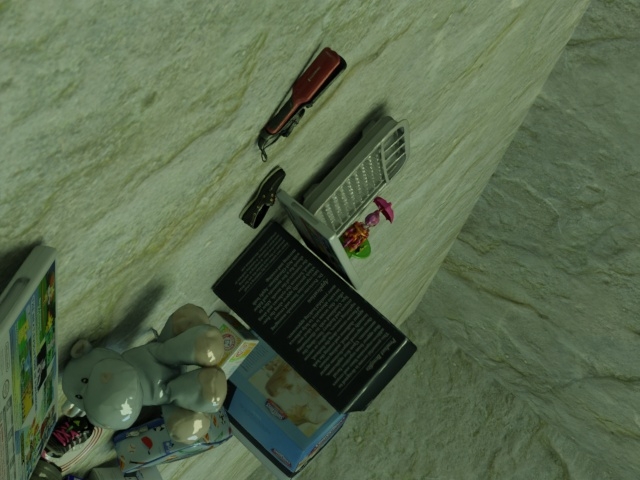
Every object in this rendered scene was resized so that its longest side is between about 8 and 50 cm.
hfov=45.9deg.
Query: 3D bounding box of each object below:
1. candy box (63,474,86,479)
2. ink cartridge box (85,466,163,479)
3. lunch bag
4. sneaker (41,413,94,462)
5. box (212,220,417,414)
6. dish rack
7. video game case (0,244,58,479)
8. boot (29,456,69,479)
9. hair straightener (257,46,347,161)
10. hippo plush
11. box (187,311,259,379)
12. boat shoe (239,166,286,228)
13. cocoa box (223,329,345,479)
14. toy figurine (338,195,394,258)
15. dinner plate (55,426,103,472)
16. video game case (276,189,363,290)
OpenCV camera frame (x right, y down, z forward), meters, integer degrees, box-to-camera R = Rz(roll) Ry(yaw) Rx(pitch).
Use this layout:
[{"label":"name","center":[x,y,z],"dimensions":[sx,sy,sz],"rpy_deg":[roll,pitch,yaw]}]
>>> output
[{"label":"candy box","center":[-0.584,0.723,1.634],"dimensions":[0.317,0.122,0.268],"rpy_deg":[-51,-153,11]},{"label":"ink cartridge box","center":[-0.497,0.632,1.858],"dimensions":[0.190,0.082,0.140],"rpy_deg":[15,116,-49]},{"label":"lunch bag","center":[-0.362,0.483,1.848],"dimensions":[0.243,0.115,0.303],"rpy_deg":[-21,164,8]},{"label":"sneaker","center":[-0.487,0.371,1.451],"dimensions":[0.075,0.063,0.170],"rpy_deg":[-51,169,4]},{"label":"box","center":[-0.002,0.182,1.708],"dimensions":[0.212,0.395,0.293],"rpy_deg":[-48,165,-1]},{"label":"dish rack","center":[0.077,-0.141,1.781],"dimensions":[0.333,0.072,0.285],"rpy_deg":[-48,165,-6]},{"label":"video game case","center":[-0.406,0.219,0.975],"dimensions":[0.300,0.036,0.329],"rpy_deg":[-84,-175,-59]},{"label":"boot","center":[-0.571,0.480,1.437],"dimensions":[0.161,0.083,0.247],"rpy_deg":[-74,154,-42]},{"label":"hair straightener","center":[-0.032,-0.231,1.331],"dimensions":[0.230,0.047,0.089],"rpy_deg":[-54,163,13]},{"label":"hippo plush","center":[-0.327,0.221,1.349],"dimensions":[0.236,0.294,0.234],"rpy_deg":[10,102,-42]},{"label":"box","center":[-0.257,0.276,1.770],"dimensions":[0.203,0.103,0.114],"rpy_deg":[-50,165,0]},{"label":"boat shoe","center":[-0.106,-0.083,1.483],"dimensions":[0.133,0.042,0.049],"rpy_deg":[-54,161,10]},{"label":"cocoa box","center":[-0.119,0.434,2.048],"dimensions":[0.231,0.347,0.228],"rpy_deg":[-36,158,-38]},{"label":"toy figurine","center":[0.116,-0.042,1.940],"dimensions":[0.159,0.130,0.173],"rpy_deg":[-47,174,33]},{"label":"dinner plate","center":[-0.519,0.439,1.597],"dimensions":[0.141,0.017,0.141],"rpy_deg":[-44,164,-16]},{"label":"video game case","center":[0.000,0.000,1.584],"dimensions":[0.023,0.183,0.201],"rpy_deg":[-41,142,-10]}]
